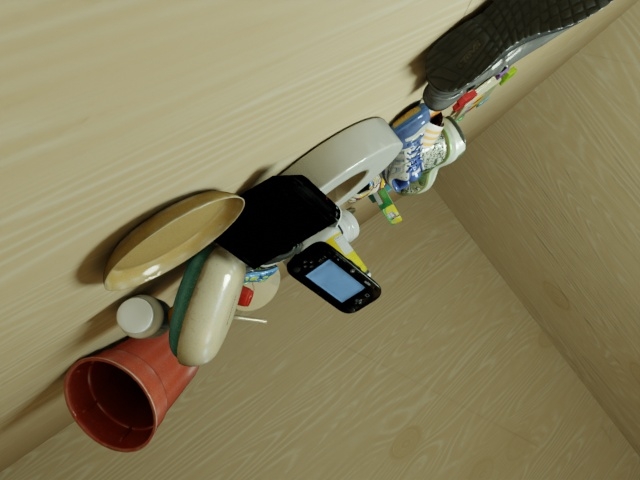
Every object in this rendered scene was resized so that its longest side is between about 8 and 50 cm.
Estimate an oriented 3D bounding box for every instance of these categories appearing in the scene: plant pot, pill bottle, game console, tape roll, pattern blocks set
[{"bbox_3d":[-0.221,-0.005,0.698,0.236,0.032,0.236,-36,176,-3],"label":"plant pot"},{"bbox_3d":[0.021,0.036,1.034,0.103,0.184,0.103,-36,175,-3],"label":"pill bottle"},{"bbox_3d":[-0.013,0.027,0.867,0.213,0.361,0.044,-30,-143,31],"label":"game console"},{"bbox_3d":[0.001,-0.112,1.004,0.392,0.072,0.392,-36,176,-3],"label":"tape roll"},{"bbox_3d":[0.000,0.000,1.579,0.265,0.153,0.153,-33,174,-33],"label":"pill bottle"},{"bbox_3d":[-0.483,0.372,1.261,0.272,0.272,0.265,-38,-177,24],"label":"plant pot"},{"bbox_3d":[0.485,-0.446,1.450,0.285,0.026,0.325,-36,175,-4],"label":"pattern blocks set"},{"bbox_3d":[-0.358,0.156,0.945,0.087,0.087,0.160,-35,175,-13],"label":"pill bottle"}]

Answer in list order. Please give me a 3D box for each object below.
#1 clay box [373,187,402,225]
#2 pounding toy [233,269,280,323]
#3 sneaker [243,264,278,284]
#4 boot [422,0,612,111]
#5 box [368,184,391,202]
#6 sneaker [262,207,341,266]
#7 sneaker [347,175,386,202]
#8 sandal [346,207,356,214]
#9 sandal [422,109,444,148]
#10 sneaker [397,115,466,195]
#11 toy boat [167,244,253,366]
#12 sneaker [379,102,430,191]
[{"bbox_3d":[0.242,-0.138,1.717,0.053,0.127,0.222,-29,158,10],"label":"clay box"},{"bbox_3d":[-0.237,0.141,1.458,0.183,0.110,0.236,4,110,-36],"label":"pounding toy"},{"bbox_3d":[-0.196,0.082,1.336,0.188,0.078,0.067,-5,149,-48],"label":"sneaker"},{"bbox_3d":[0.326,-0.358,0.806,0.338,0.118,0.223,-26,-179,15],"label":"boot"},{"bbox_3d":[0.292,-0.247,1.814,0.244,0.060,0.100,-39,173,34],"label":"box"},{"bbox_3d":[-0.050,-0.021,1.287,0.296,0.104,0.147,-30,179,-15],"label":"sneaker"},{"bbox_3d":[0.161,-0.181,1.472,0.185,0.069,0.084,-36,-179,-19],"label":"sneaker"},{"bbox_3d":[0.091,-0.088,1.994,0.180,0.049,0.072,-32,174,-43],"label":"sandal"},{"bbox_3d":[0.268,-0.274,1.250,0.102,0.076,0.265,-34,173,-39],"label":"sandal"},{"bbox_3d":[0.286,-0.249,1.489,0.182,0.158,0.410,-19,166,-17],"label":"sneaker"},{"bbox_3d":[-0.250,0.128,1.021,0.318,0.148,0.267,-27,136,-86],"label":"toy boat"},{"bbox_3d":[0.219,-0.219,1.139,0.112,0.131,0.296,-33,171,-14],"label":"sneaker"}]
